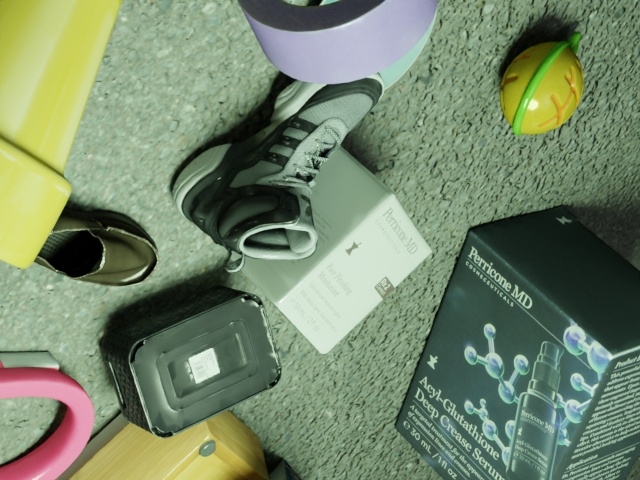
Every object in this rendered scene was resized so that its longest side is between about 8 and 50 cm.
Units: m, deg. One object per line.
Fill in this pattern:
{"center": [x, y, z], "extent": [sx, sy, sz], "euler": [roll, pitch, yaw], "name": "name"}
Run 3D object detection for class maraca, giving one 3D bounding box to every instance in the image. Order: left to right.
{"center": [0.288, -0.200, 1.715], "extent": [0.186, 0.099, 0.127], "euler": [-43, 160, -51], "name": "maraca"}

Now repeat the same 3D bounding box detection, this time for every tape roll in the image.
{"center": [0.016, -0.250, 1.313], "extent": [0.189, 0.189, 0.080], "euler": [-40, 144, -7], "name": "tape roll"}

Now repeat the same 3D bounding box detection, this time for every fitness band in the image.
{"center": [-0.386, 0.221, 1.495], "extent": [0.291, 0.054, 0.209], "euler": [2, 124, -44], "name": "fitness band"}

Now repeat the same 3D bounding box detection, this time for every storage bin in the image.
{"center": [-0.149, 0.139, 1.578], "extent": [0.180, 0.084, 0.122], "euler": [-23, 107, -28], "name": "storage bin"}

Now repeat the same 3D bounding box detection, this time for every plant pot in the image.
{"center": [-0.289, -0.139, 1.094], "extent": [0.239, 0.254, 0.254], "euler": [-60, 144, -4], "name": "plant pot"}

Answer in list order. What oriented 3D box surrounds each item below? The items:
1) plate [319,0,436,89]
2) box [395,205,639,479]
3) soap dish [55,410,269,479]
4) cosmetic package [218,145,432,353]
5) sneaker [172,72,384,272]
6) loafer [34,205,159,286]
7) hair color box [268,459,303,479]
{"center": [0.051, -0.237, 1.502], "extent": [0.188, 0.024, 0.188], "euler": [-26, 139, -25], "name": "plate"}
{"center": [0.322, 0.203, 1.970], "extent": [0.212, 0.293, 0.395], "euler": [-12, 133, -37], "name": "box"}
{"center": [-0.215, 0.326, 1.711], "extent": [0.291, 0.118, 0.229], "euler": [-43, 144, -4], "name": "soap dish"}
{"center": [0.000, 0.000, 1.573], "extent": [0.184, 0.151, 0.151], "euler": [-44, 145, -3], "name": "cosmetic package"}
{"center": [-0.020, -0.071, 1.462], "extent": [0.268, 0.153, 0.101], "euler": [-35, 147, 0], "name": "sneaker"}
{"center": [-0.247, 0.015, 1.407], "extent": [0.220, 0.078, 0.080], "euler": [17, 112, -51], "name": "loafer"}
{"center": [-0.074, 0.403, 1.786], "extent": [0.174, 0.105, 0.347], "euler": [-42, 180, -3], "name": "hair color box"}
